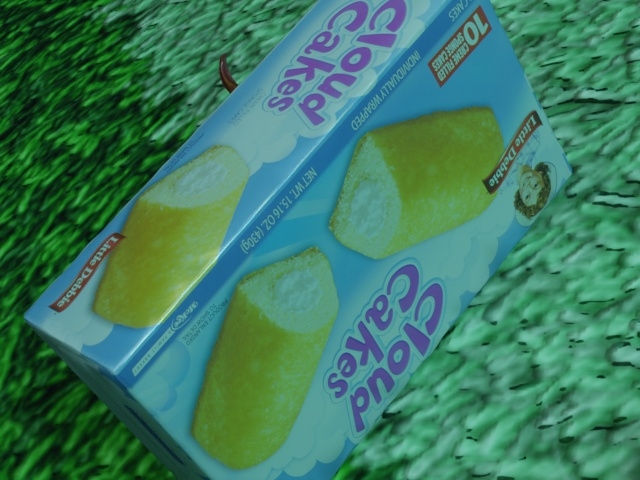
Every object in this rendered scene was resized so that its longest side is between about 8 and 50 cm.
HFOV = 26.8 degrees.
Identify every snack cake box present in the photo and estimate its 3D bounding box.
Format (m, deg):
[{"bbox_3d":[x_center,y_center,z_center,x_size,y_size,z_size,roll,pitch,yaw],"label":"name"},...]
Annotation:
[{"bbox_3d":[0.000,0.000,0.683,0.089,0.152,0.264,21,64,47],"label":"snack cake box"}]

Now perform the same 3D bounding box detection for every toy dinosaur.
[{"bbox_3d":[-0.048,-0.076,0.876,0.047,0.090,0.082,-48,4,8],"label":"toy dinosaur"}]
